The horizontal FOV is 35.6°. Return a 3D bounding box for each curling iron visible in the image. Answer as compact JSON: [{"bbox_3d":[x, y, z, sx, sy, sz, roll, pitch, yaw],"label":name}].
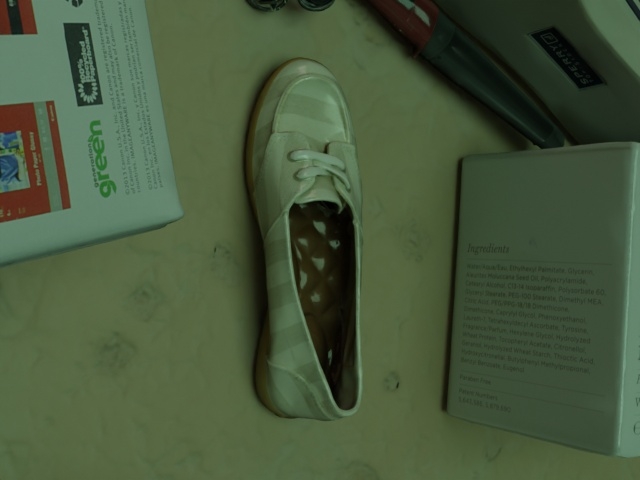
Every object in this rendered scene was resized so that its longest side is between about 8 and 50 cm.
[{"bbox_3d":[0.058,-0.126,0.640,0.274,0.035,0.068,28,81,-29],"label":"curling iron"}]

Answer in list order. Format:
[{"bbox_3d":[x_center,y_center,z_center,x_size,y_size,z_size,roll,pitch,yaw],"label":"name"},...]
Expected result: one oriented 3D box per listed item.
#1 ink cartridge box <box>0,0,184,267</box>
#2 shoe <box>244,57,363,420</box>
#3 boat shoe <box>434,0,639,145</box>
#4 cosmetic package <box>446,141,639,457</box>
[{"bbox_3d":[-0.205,-0.132,0.360,0.272,0.130,0.309,-18,102,-56],"label":"ink cartridge box"},{"bbox_3d":[0.000,0.000,0.592,0.076,0.058,0.219,-2,92,-33],"label":"shoe"},{"bbox_3d":[0.170,-0.204,0.670,0.340,0.127,0.158,42,64,-35],"label":"boat shoe"},{"bbox_3d":[0.192,0.036,0.660,0.151,0.151,0.183,4,89,-34],"label":"cosmetic package"}]
